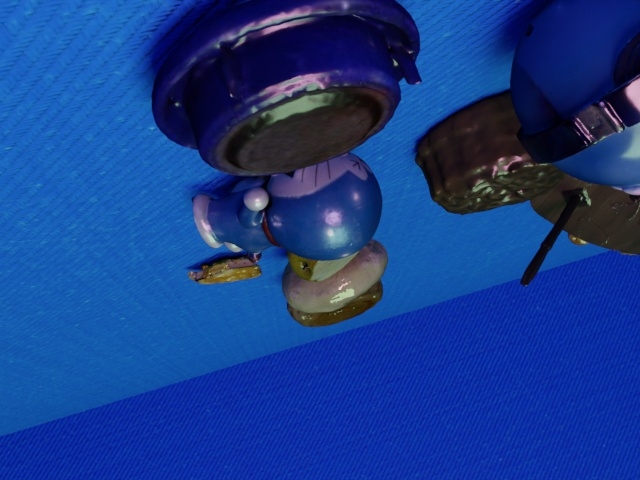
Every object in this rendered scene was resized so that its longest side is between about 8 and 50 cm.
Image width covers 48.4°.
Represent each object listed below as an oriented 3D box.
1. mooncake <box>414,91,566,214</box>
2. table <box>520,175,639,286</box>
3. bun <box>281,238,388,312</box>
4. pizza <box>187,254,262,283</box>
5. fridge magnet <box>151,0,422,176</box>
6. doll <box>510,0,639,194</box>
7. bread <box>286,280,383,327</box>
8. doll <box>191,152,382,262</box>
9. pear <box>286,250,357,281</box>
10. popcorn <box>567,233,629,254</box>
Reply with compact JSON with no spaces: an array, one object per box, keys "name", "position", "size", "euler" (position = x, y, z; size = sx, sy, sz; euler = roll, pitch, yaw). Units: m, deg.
[{"name":"mooncake","position":[0.265,-0.121,1.079],"size":[0.228,0.124,0.228],"euler":[-15,165,-4]},{"name":"table","position":[0.528,-0.011,1.234],"size":[0.317,0.317,0.249],"euler":[-33,-165,43]},{"name":"bun","position":[0.018,0.047,1.385],"size":[0.222,0.127,0.222],"euler":[-29,-164,9]},{"name":"pizza","position":[-0.171,0.054,1.357],"size":[0.160,0.035,0.099],"euler":[-6,161,-40]},{"name":"fridge magnet","position":[-0.029,-0.144,0.686],"size":[0.265,0.112,0.265],"euler":[-16,167,-4]},{"name":"doll","position":[0.353,-0.188,0.761],"size":[0.310,0.240,0.284],"euler":[-39,-175,17]},{"name":"bread","position":[0.030,0.114,1.630],"size":[0.230,0.123,0.230],"euler":[-14,159,-6]},{"name":"doll","position":[-0.042,-0.049,0.980],"size":[0.257,0.161,0.215],"euler":[-6,-177,20]},{"name":"pear","position":[0.000,0.000,1.245],"size":[0.141,0.104,0.141],"euler":[-38,162,-14]},{"name":"popcorn","position":[0.658,-0.085,1.478],"size":[0.265,0.225,0.332],"euler":[-25,-178,-36]}]
